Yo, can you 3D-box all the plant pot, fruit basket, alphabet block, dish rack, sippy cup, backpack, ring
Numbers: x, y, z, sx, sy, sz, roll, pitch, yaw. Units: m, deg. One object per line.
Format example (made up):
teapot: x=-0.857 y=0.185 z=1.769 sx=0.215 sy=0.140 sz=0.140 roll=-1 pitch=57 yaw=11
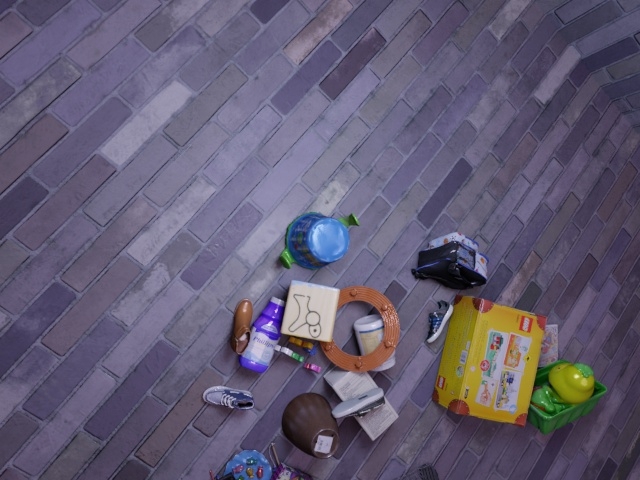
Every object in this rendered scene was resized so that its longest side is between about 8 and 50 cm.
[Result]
plant pot: x=-0.018 y=0.726 z=1.572 sx=0.216 sy=0.230 sz=0.215 roll=0 pitch=89 yaw=-18
fruit basket: x=1.099 y=0.667 z=1.889 sx=0.393 sy=0.283 sz=0.391 roll=-7 pitch=112 yaw=-19
alphabet block: x=-0.037 y=0.268 z=1.564 sx=0.193 sy=0.193 sz=0.196 roll=11 pitch=80 yaw=3
dish rack: x=0.414 y=1.110 z=1.788 sx=0.272 sy=0.074 sz=0.208 roll=-16 pitch=95 yaw=-18
sippy cup: x=0.000 y=0.000 z=1.596 sx=0.240 sy=0.224 sz=0.305 roll=25 pitch=82 yaw=-16
backpack: x=0.583 y=0.102 z=1.783 sx=0.264 sy=0.277 sz=0.213 roll=31 pitch=67 yaw=-18
ring: x=0.142 y=0.344 z=1.627 sx=0.337 sy=0.032 sz=0.336 roll=-5 pitch=74 yaw=18

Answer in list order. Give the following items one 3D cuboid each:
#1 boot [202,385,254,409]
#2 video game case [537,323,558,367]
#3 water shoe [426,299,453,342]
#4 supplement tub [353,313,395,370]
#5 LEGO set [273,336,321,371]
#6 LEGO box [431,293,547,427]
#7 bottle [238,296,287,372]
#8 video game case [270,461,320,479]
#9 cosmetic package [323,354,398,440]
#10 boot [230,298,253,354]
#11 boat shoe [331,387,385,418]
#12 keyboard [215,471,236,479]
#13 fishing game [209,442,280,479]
boot: x=-0.342 y=0.593 z=1.543 sx=0.190 sy=0.086 sz=0.069 roll=9 pitch=86 yaw=-18
video game case: x=1.083 y=0.524 z=2.044 sx=0.227 sy=0.026 sz=0.206 roll=0 pitch=89 yaw=-18
water shoe: x=0.515 y=0.361 z=1.849 sx=0.080 sy=0.073 sz=0.203 roll=34 pitch=74 yaw=7
supplement tub: x=0.226 y=0.420 z=1.703 sx=0.145 sy=0.144 sz=0.199 roll=-16 pitch=95 yaw=-18
LEGO set: x=-0.061 y=0.435 z=1.602 sx=0.227 sy=0.093 sz=0.086 roll=41 pitch=60 yaw=-36
LEGO box: x=0.759 y=0.530 z=1.849 sx=0.373 sy=0.193 sz=0.499 roll=18 pitch=83 yaw=-17
bottle: x=-0.211 y=0.358 z=1.587 sx=0.118 sy=0.092 sz=0.282 roll=26 pitch=81 yaw=-16
video game case: x=-0.132 y=1.021 z=1.616 sx=0.210 sy=0.042 sz=0.232 roll=38 pitch=78 yaw=-22
cosmetic package: x=0.165 y=0.639 z=1.687 sx=0.153 sy=0.129 sz=0.296 roll=-36 pitch=100 yaw=-14
boot: x=-0.283 y=0.320 z=1.533 sx=0.073 sy=0.152 sz=0.196 roll=12 pitch=85 yaw=-17
boat shoe: x=0.151 y=0.640 z=1.575 sx=0.220 sy=0.078 sz=0.070 roll=-16 pitch=94 yaw=-17
keyboard: x=-0.313 y=0.952 z=1.552 sx=0.108 sy=0.023 sz=0.180 roll=-25 pitch=104 yaw=-2
fishing game: x=-0.280 y=0.907 z=1.583 sx=0.264 sy=0.041 sz=0.188 roll=-14 pitch=93 yaw=-16
